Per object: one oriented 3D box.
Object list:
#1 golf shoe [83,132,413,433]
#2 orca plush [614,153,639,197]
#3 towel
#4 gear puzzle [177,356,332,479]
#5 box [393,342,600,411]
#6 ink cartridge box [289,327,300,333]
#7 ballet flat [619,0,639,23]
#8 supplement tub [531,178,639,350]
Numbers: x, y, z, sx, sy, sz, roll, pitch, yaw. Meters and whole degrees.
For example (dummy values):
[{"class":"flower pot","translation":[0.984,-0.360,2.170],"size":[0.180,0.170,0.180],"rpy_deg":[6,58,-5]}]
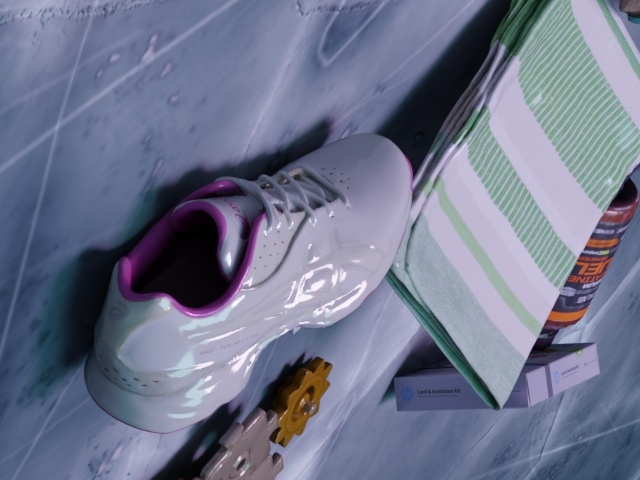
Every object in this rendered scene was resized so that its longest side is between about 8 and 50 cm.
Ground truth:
[{"class":"golf shoe","translation":[-0.037,0.004,1.372],"size":[0.306,0.115,0.140],"rpy_deg":[-42,153,-33]},{"class":"orca plush","translation":[0.211,-0.086,1.813],"size":[0.287,0.102,0.151],"rpy_deg":[-48,129,1]},{"class":"towel","translation":[0.175,-0.053,1.643],"size":[0.324,0.038,0.248],"rpy_deg":[-60,139,-18]},{"class":"gear puzzle","translation":[-0.100,0.215,1.659],"size":[0.339,0.044,0.175],"rpy_deg":[-48,157,-24]},{"class":"box","translation":[0.180,0.137,1.999],"size":[0.186,0.145,0.038],"rpy_deg":[-11,96,-60]},{"class":"ink cartridge box","translation":[0.000,0.000,1.522],"size":[0.122,0.052,0.088],"rpy_deg":[-43,156,-27]},{"class":"ballet flat","translation":[0.311,-0.238,1.726],"size":[0.316,0.108,0.106],"rpy_deg":[-34,119,-80]},{"class":"supplement tub","translation":[0.234,0.014,1.973],"size":[0.106,0.106,0.198],"rpy_deg":[-29,147,-49]}]
